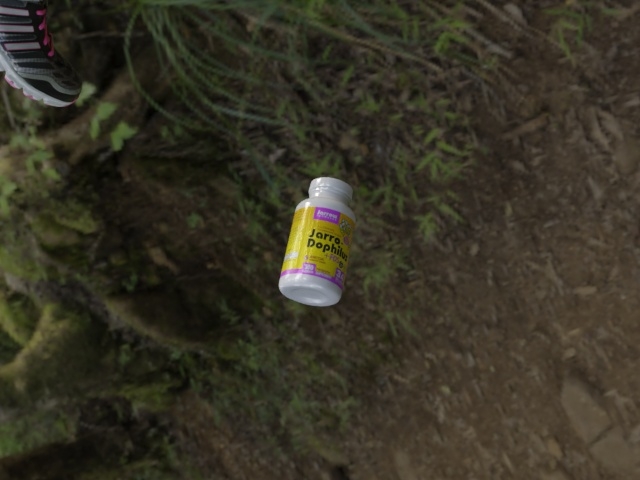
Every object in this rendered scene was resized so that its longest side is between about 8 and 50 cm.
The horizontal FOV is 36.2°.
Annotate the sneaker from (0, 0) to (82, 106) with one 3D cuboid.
[{"bbox_3d":[-0.232,-0.177,0.760,0.170,0.075,0.063,52,-169,-37],"label":"sneaker"}]

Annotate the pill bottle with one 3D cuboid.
[{"bbox_3d":[0.000,0.000,0.672,0.043,0.043,0.083,135,149,-64],"label":"pill bottle"}]
